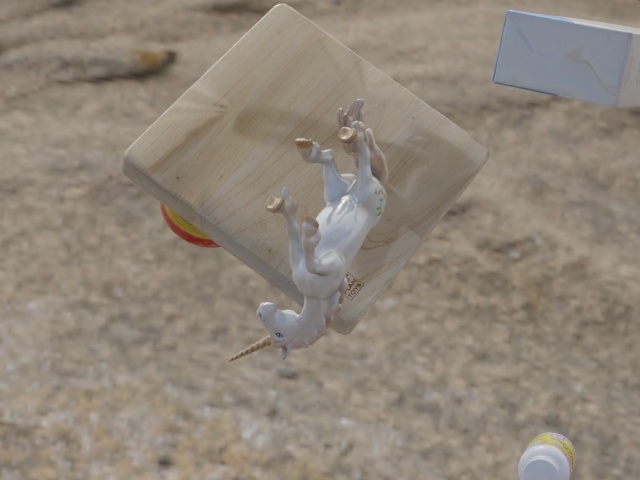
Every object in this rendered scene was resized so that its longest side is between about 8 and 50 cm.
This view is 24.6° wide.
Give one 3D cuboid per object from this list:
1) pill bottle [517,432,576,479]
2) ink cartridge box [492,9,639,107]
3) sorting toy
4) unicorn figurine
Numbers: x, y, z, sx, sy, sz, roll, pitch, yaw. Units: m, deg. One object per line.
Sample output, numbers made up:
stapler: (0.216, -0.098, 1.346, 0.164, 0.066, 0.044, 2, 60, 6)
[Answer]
pill bottle: (0.189, 0.189, 1.232, 0.043, 0.043, 0.083, 15, 8, 13)
ink cartridge box: (0.284, -0.188, 1.530, 0.134, 0.078, 0.231, 15, 12, 24)
sorting toy: (-0.017, -0.058, 1.384, 0.255, 0.089, 0.257, 36, 55, 6)
unicorn figurine: (0.000, 0.000, 0.903, 0.060, 0.111, 0.162, 29, 67, 34)
